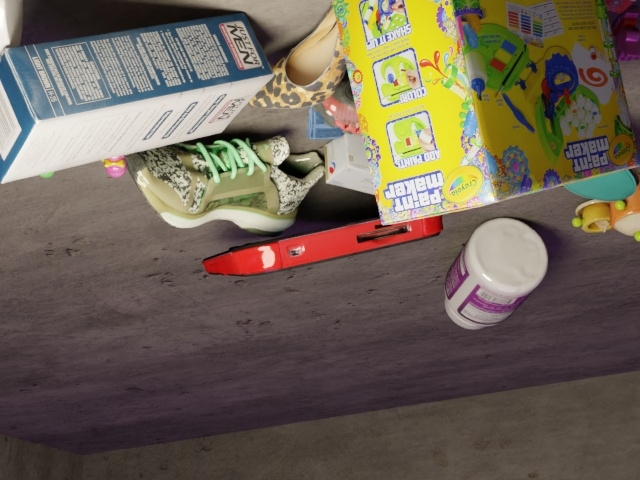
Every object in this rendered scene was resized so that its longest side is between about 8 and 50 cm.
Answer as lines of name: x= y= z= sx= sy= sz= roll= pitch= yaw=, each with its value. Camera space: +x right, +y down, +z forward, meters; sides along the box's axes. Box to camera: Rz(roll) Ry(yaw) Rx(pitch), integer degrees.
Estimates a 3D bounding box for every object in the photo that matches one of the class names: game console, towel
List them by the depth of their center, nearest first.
towel: x=0.013 y=-0.197 z=1.529 sx=0.067 sy=0.029 sz=0.119 roll=-2 pitch=156 yaw=-4
game console: x=0.000 y=0.000 z=1.735 sx=0.386 sy=0.060 sz=0.342 roll=-12 pitch=-177 yaw=-19

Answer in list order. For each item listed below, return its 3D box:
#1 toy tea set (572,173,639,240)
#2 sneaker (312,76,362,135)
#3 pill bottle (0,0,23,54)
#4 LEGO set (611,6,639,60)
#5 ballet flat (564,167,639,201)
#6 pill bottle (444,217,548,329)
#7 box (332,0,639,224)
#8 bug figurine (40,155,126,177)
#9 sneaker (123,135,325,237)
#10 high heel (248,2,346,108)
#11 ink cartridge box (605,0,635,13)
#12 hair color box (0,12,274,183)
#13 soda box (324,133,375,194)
toy tea set: x=0.674 y=-0.034 z=1.862 sx=0.336 sy=0.124 sz=0.200 roll=1 pitch=156 yaw=-9
sneaker: x=0.129 y=-0.216 z=1.417 sx=0.276 sy=0.098 sz=0.135 roll=2 pitch=156 yaw=-16
pill bottle: x=-0.498 y=-0.285 z=1.102 sx=0.283 sy=0.160 sz=0.160 roll=0 pitch=156 yaw=-9
LEGO set: x=0.382 y=-0.236 z=1.403 sx=0.087 sy=0.093 sz=0.227 roll=1 pitch=156 yaw=-9
ballet flat: x=0.387 y=-0.157 z=1.544 sx=0.342 sy=0.124 sz=0.116 roll=11 pitch=147 yaw=-33
pill bottle: x=0.360 y=0.084 z=2.041 sx=0.169 sy=0.169 sz=0.301 roll=0 pitch=157 yaw=-8
box: x=0.199 y=-0.186 z=1.122 sx=0.290 sy=0.279 sz=0.177 roll=-13 pitch=-179 yaw=-41
bug figurine: x=-0.390 y=-0.160 z=1.512 sx=0.279 sy=0.072 sz=0.216 roll=-2 pitch=157 yaw=-4
sneaker: x=-0.141 y=-0.123 z=1.552 sx=0.182 sy=0.158 sz=0.410 roll=-41 pitch=156 yaw=26
high heel: x=-0.011 y=-0.270 z=1.270 sx=0.261 sy=0.093 sz=0.186 roll=-25 pitch=155 yaw=13
ink cartridge box: x=0.374 y=-0.350 z=1.187 sx=0.099 sy=0.056 sz=0.135 roll=7 pitch=155 yaw=-23
hair color box: x=-0.253 y=-0.190 z=1.251 sx=0.347 sy=0.105 sz=0.174 roll=-19 pitch=170 yaw=-38
soda box: x=0.113 y=-0.122 z=1.656 sx=0.216 sy=0.074 sz=0.069 roll=12 pitch=153 yaw=-32
